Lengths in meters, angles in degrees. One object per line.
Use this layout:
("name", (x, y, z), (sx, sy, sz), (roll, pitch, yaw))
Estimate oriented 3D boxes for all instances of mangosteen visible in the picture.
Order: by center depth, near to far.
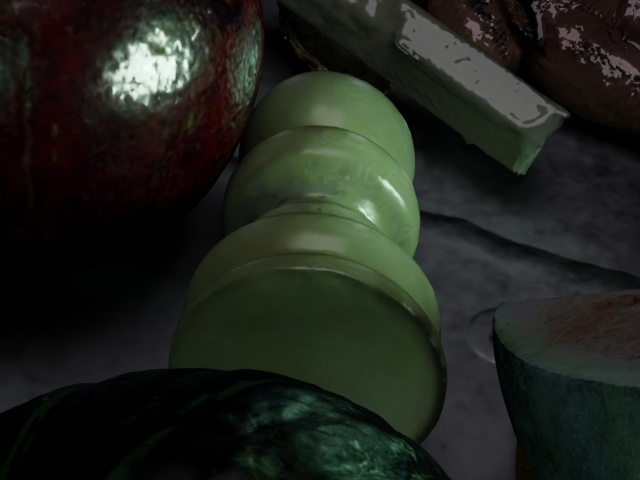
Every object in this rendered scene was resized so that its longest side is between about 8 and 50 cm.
("mangosteen", (-0.173, -0.128, 1.055), (0.300, 0.300, 0.300), (4, 42, -4))

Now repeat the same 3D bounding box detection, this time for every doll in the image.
("doll", (0.146, -0.194, 1.281), (0.303, 0.156, 0.201), (33, 42, 20))

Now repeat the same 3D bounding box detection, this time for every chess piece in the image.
("chess piece", (0.000, 0.000, 1.065), (0.144, 0.144, 0.251), (7, 35, -1))

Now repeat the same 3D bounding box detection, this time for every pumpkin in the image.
("pumpkin", (-0.060, 0.195, 0.707), (0.315, 0.315, 0.238), (44, 13, 34))

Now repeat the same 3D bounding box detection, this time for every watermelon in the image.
("watermelon", (0.193, 0.113, 0.888), (0.322, 0.188, 0.175), (11, 75, -47))

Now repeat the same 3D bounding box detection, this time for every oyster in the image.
("oyster", (0.006, -0.122, 1.260), (0.086, 0.029, 0.132), (15, 41, -6))

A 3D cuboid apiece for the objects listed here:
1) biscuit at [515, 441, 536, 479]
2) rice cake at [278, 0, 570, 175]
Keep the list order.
("biscuit", (0.252, 0.136, 1.010), (0.305, 0.038, 0.305), (4, 42, -4))
("rice cake", (0.049, -0.130, 1.217), (0.256, 0.057, 0.052), (38, 55, 19))
